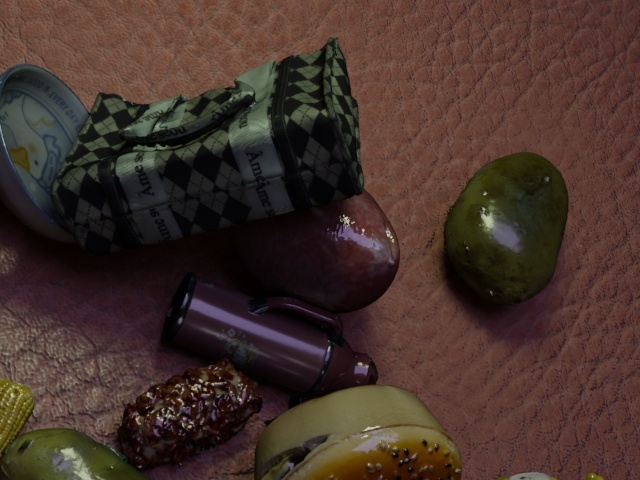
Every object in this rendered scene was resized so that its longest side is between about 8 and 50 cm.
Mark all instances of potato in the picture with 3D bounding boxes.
[{"bbox_3d":[0.325,-0.029,2.061,0.210,0.173,0.307,34,51,-2],"label":"potato"},{"bbox_3d":[-0.297,0.334,1.539,0.248,0.169,0.143,27,83,2],"label":"potato"}]

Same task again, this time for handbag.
[{"bbox_3d":[-0.154,-0.151,1.728,0.416,0.180,0.316,-13,34,9],"label":"handbag"}]

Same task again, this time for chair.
[{"bbox_3d":[-0.041,0.254,1.793,0.086,0.037,0.042,5,72,-29],"label":"chair"}]

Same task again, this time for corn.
[{"bbox_3d":[-0.446,0.269,1.563,0.072,0.072,0.203,32,54,-7],"label":"corn"}]

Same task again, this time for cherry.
[{"bbox_3d":[0.000,0.000,1.822,0.261,0.307,0.221,23,94,-47],"label":"cherry"}]

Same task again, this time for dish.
[{"bbox_3d":[-0.431,-0.107,1.751,0.273,0.134,0.273,53,24,-36],"label":"dish"}]

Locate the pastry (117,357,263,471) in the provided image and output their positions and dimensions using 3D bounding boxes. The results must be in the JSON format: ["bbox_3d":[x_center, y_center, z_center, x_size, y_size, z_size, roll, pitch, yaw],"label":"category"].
[{"bbox_3d":[-0.187,0.247,1.692,0.209,0.097,0.115,-18,61,-32],"label":"pastry"}]

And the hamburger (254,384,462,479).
[{"bbox_3d":[0.049,0.334,1.644,0.300,0.300,0.176,4,45,-24],"label":"hamburger"}]

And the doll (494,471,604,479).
[{"bbox_3d":[0.284,0.436,1.805,0.363,0.145,0.199,-10,27,-21],"label":"doll"}]

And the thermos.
[{"bbox_3d":[-0.060,0.146,1.792,0.330,0.109,0.136,23,93,-13],"label":"thermos"}]
